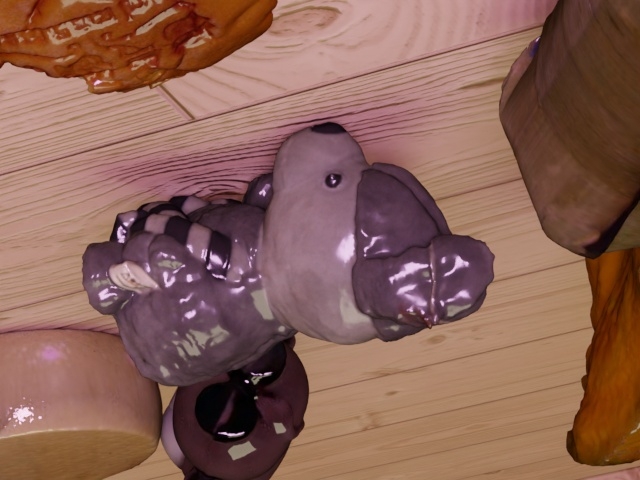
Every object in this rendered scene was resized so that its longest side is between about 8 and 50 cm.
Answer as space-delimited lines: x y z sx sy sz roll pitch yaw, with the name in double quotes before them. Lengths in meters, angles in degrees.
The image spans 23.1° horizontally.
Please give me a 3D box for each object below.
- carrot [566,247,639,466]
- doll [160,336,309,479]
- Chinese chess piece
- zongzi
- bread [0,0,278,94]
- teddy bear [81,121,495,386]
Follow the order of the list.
"carrot" 0.333 0.031 1.101 0.340 0.242 0.241 -7 161 -5
"doll" -0.076 0.156 1.387 0.117 0.182 0.257 30 163 0
"Chinese chess piece" -0.264 0.156 1.376 0.250 0.097 0.251 -10 161 -3
"zongzi" 0.297 -0.119 0.768 0.360 0.160 0.323 -6 162 -11
"bread" -0.091 -0.120 0.678 0.156 0.086 0.125 4 156 -38
"teddy bear" -0.010 0.002 1.023 0.251 0.144 0.171 -14 -178 12
